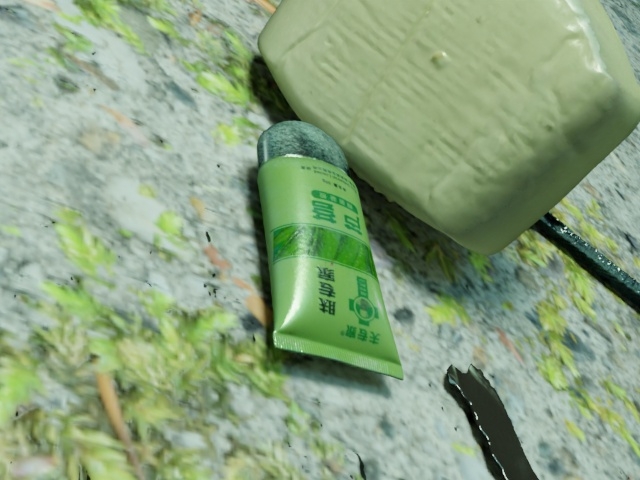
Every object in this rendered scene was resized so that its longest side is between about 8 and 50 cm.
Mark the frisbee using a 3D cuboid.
[{"bbox_3d":[0.127,0.155,0.622,0.211,0.012,0.187,10,45,-39],"label":"frisbee"}]

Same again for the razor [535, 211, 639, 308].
[{"bbox_3d":[0.238,0.015,0.872,0.190,0.033,0.066,37,79,-14],"label":"razor"}]

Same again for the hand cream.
[{"bbox_3d":[0.000,0.000,0.627,0.095,0.046,0.175,20,42,-35],"label":"hand cream"}]

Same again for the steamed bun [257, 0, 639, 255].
[{"bbox_3d":[0.096,-0.126,0.727,0.250,0.200,0.155,45,20,12],"label":"steamed bun"}]
